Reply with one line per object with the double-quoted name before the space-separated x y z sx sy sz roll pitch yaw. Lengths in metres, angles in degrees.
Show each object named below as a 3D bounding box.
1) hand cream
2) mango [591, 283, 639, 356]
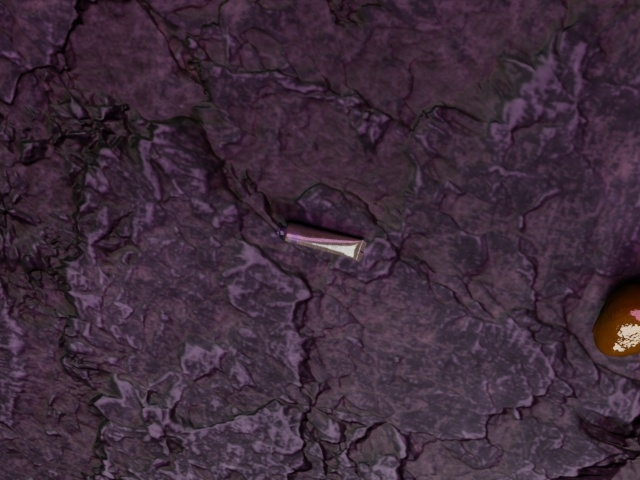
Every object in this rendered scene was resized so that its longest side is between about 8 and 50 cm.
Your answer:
"hand cream" 0.000 0.000 1.652 0.102 0.022 0.035 14 132 -2
"mango" 0.342 0.090 1.599 0.079 0.057 0.114 24 136 -14
